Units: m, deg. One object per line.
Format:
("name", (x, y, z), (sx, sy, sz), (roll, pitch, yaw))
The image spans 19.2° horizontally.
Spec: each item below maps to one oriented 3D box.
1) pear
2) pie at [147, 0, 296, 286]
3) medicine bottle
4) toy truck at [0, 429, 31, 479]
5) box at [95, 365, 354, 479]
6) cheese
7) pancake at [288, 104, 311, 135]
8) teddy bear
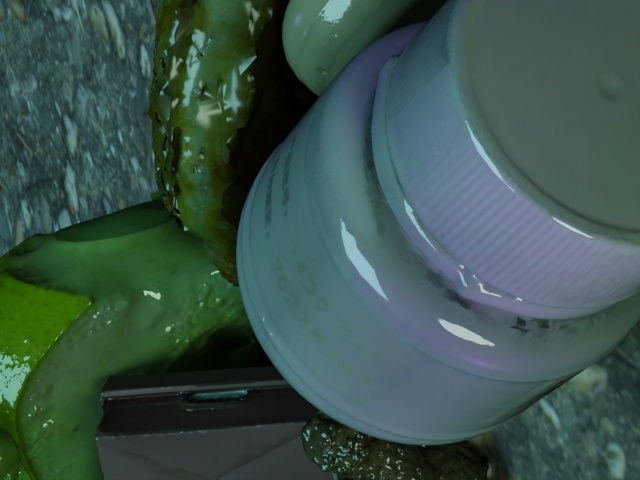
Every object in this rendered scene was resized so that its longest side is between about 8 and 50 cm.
("pear", (-0.200, 0.103, 1.692), (0.176, 0.281, 0.286), (42, 141, 47))
("pie", (-0.068, -0.142, 1.400), (0.288, 0.103, 0.355), (-90, 4, -64))
("medicine bottle", (0.102, -0.025, 1.168), (0.241, 0.241, 0.302), (64, 149, 13))
("toy truck", (-0.337, 0.210, 2.067), (0.210, 0.187, 0.148), (50, 149, 33))
("box", (-0.067, 0.217, 1.593), (0.086, 0.215, 0.215), (-76, -21, -60))
("cheese", (0.030, -0.164, 1.223), (0.163, 0.249, 0.071), (-42, 76, 11))
("pancake", (0.000, 0.000, 1.560), (0.212, 0.029, 0.235), (46, 141, 36))
("teddy bear", (0.069, 0.198, 1.472), (0.129, 0.182, 0.251), (-2, 127, 18))
